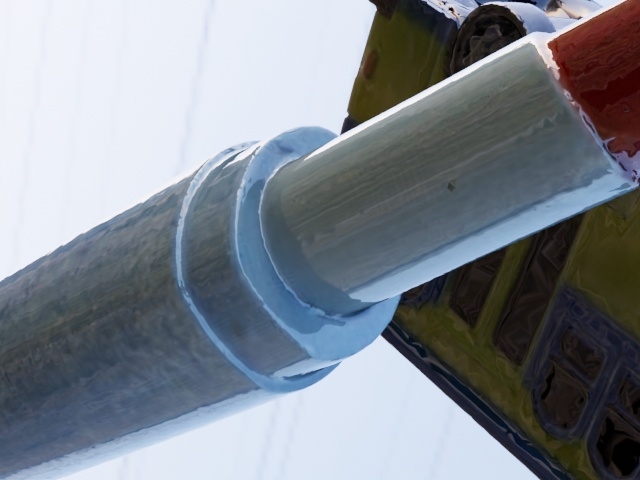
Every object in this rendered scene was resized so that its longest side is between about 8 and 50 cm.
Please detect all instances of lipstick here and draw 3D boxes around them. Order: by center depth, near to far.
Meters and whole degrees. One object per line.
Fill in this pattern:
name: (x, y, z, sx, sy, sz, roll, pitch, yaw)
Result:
lipstick: (0.000, 0.000, 0.450, 0.274, 0.068, 0.061, -26, -70, 41)

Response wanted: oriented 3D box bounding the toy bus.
toy bus: (0.128, 0.004, 0.795, 0.287, 0.138, 0.175, 41, -58, 41)
